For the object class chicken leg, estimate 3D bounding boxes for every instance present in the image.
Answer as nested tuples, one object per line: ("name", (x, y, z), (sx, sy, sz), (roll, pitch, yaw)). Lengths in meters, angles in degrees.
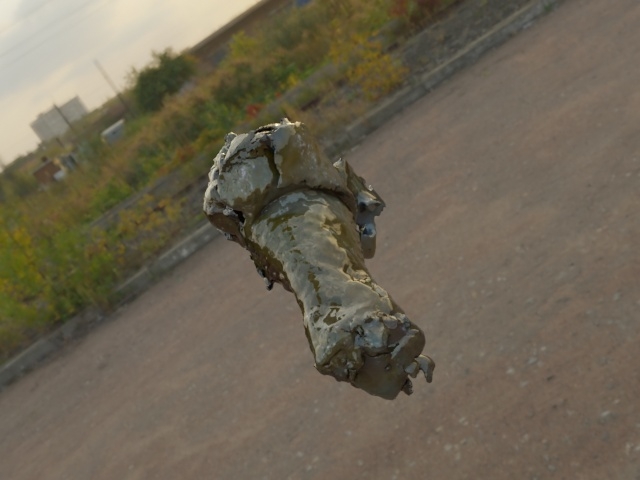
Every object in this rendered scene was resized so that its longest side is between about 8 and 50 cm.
("chicken leg", (-0.006, -0.005, 0.422), (0.080, 0.125, 0.196), (-47, 21, 11))
